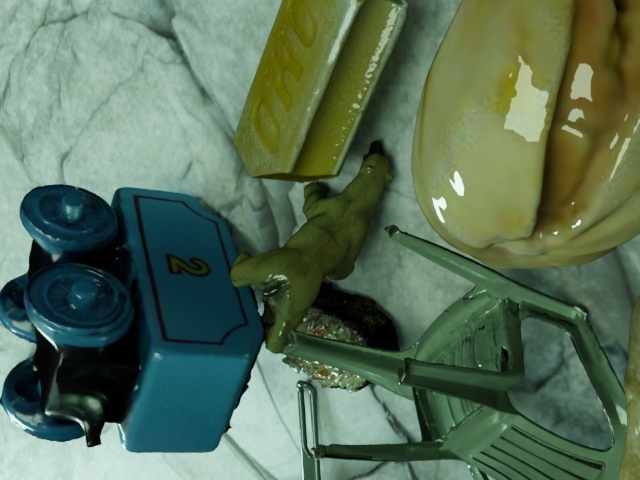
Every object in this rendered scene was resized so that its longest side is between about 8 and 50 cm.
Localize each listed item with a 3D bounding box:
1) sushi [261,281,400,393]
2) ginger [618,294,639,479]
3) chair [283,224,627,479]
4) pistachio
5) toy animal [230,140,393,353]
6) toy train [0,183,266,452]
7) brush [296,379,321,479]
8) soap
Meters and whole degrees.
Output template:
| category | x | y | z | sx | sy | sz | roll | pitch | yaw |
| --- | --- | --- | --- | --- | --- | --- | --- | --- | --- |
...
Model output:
| category | x | y | z | sx | sy | sz | roll | pitch | yaw |
| --- | --- | --- | --- | --- | --- | --- | --- | --- | --- |
| sushi | 0.008 | 0.100 | 1.094 | 0.150 | 0.078 | 0.090 | 28 | 119 | 27 |
| ginger | 0.324 | 0.192 | 0.845 | 0.190 | 0.126 | 0.354 | -9 | 93 | 10 |
| chair | 0.136 | 0.145 | 0.940 | 0.203 | 0.275 | 0.190 | -51 | 33 | 37 |
| pistachio | 0.189 | -0.111 | 0.818 | 0.230 | 0.230 | 0.308 | 26 | 113 | 29 |
| toy animal | 0.000 | 0.000 | 1.025 | 0.103 | 0.218 | 0.101 | 42 | 151 | 0 |
| toy train | -0.203 | 0.082 | 1.106 | 0.300 | 0.265 | 0.188 | -115 | 39 | -48 |
| brush | -0.006 | 0.289 | 1.198 | 0.062 | 0.027 | 0.266 | 3 | 101 | 36 |
| soap | -0.006 | -0.159 | 1.005 | 0.232 | 0.073 | 0.140 | -66 | 31 | 29 |
